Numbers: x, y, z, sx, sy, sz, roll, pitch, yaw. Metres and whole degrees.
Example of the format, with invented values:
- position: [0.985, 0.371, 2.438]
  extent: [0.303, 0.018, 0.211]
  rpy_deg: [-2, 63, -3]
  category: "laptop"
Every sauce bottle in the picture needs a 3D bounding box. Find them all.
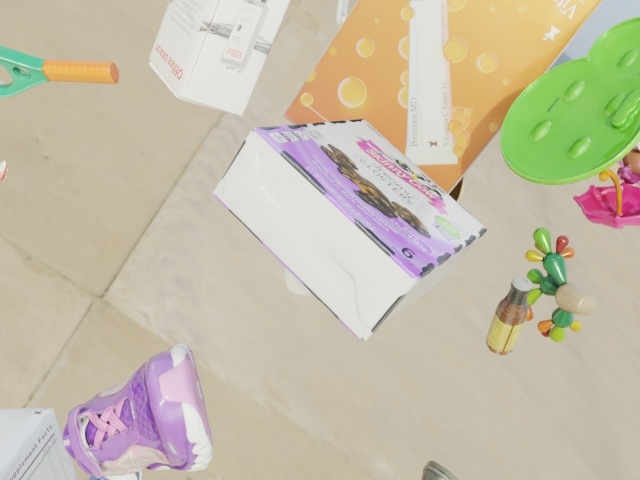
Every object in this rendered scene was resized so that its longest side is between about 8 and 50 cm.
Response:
- position: [0.250, 0.098, 0.890]
  extent: [0.042, 0.128, 0.042]
  rpy_deg: [3, 44, -3]
  category: "sauce bottle"

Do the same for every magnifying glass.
- position: [-0.367, -0.215, 0.858]
  extent: [0.230, 0.092, 0.026]
  rpy_deg: [3, 61, 9]
  category: "magnifying glass"

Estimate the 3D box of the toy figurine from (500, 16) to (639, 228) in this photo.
- position: [0.271, -0.084, 0.617]
  extent: [0.159, 0.173, 0.130]
  rpy_deg: [37, 2, -40]
  category: "toy figurine"

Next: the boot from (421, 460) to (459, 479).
- position: [0.117, 0.430, 0.938]
  extent: [0.076, 0.190, 0.208]
  rpy_deg: [27, 51, 38]
  category: "boot"

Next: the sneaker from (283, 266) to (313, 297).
- position: [0.000, 0.000, 1.010]
  extent: [0.152, 0.305, 0.114]
  rpy_deg: [-12, 68, -37]
  category: "sneaker"

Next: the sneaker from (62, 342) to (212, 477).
- position: [-0.157, 0.153, 0.560]
  extent: [0.104, 0.236, 0.095]
  rpy_deg: [-4, 69, -24]
  category: "sneaker"

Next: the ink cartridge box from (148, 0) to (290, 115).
- position: [-0.157, -0.374, 1.093]
  extent: [0.117, 0.283, 0.207]
  rpy_deg: [12, 24, -36]
  category: "ink cartridge box"

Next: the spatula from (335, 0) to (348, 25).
- position: [0.078, -0.381, 0.787]
  extent: [0.019, 0.242, 0.168]
  rpy_deg: [30, 45, 26]
  category: "spatula"

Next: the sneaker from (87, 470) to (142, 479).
- position: [-0.446, 0.551, 1.340]
  extent: [0.111, 0.131, 0.297]
  rpy_deg: [22, 69, 0]
  category: "sneaker"

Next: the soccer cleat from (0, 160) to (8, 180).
- position: [-0.632, -0.125, 1.309]
  extent: [0.035, 0.083, 0.029]
  rpy_deg: [18, 43, -40]
  category: "soccer cleat"

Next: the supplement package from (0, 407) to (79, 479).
- position: [-0.388, 0.347, 0.845]
  extent: [0.133, 0.244, 0.139]
  rpy_deg: [-4, 23, 10]
  category: "supplement package"

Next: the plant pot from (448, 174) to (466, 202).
- position: [0.160, -0.124, 1.374]
  extent: [0.237, 0.237, 0.254]
  rpy_deg: [41, 4, 3]
  category: "plant pot"

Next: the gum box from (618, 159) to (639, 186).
- position: [0.530, -0.098, 0.988]
  extent: [0.062, 0.107, 0.188]
  rpy_deg: [-28, 68, -16]
  category: "gum box"

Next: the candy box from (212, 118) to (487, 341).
- position: [0.035, -0.023, 0.568]
  extent: [0.165, 0.070, 0.196]
  rpy_deg: [43, 27, 13]
  category: "candy box"

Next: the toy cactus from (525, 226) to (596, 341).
- position: [0.421, 0.089, 1.176]
  extent: [0.112, 0.219, 0.180]
  rpy_deg: [-5, 14, -10]
  category: "toy cactus"

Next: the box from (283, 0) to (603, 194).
- position: [0.152, -0.230, 0.799]
  extent: [0.215, 0.345, 0.168]
  rpy_deg: [37, 21, 4]
  category: "box"
